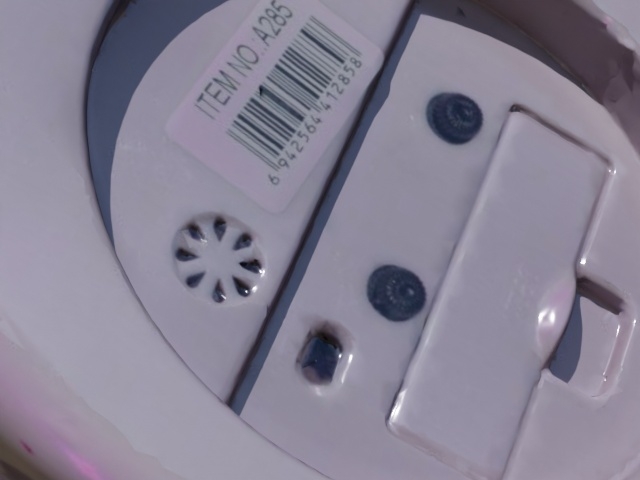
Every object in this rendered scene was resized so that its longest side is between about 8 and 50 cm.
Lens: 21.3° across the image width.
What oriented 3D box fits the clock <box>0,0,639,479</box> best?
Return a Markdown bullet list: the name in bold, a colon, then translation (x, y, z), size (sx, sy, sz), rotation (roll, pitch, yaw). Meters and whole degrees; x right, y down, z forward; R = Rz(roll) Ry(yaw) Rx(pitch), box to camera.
- **clock**: translation (0.000, 0.000, 0.506), size (0.322, 0.295, 0.113), rotation (30, -31, -10)
